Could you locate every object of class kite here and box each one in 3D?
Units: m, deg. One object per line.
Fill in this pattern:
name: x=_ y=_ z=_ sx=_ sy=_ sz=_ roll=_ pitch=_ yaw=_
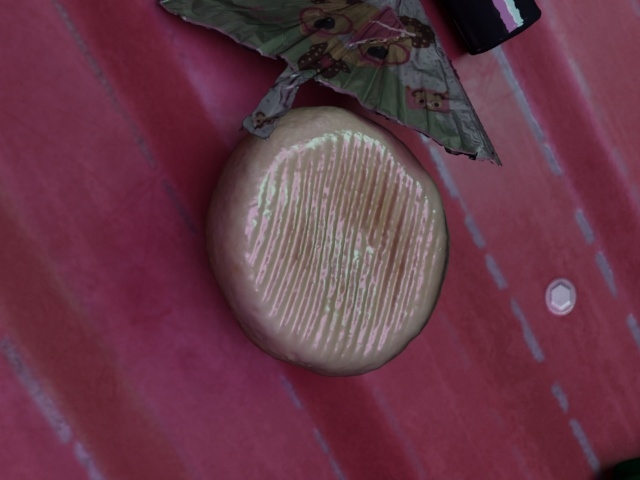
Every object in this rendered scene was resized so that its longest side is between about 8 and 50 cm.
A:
kite: x=0.015 y=-0.153 z=0.715 sx=0.322 sy=0.013 sz=0.268 roll=29 pitch=48 yaw=15

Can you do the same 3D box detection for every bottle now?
bottle: x=0.106 y=-0.284 z=0.774 sx=0.082 sy=0.072 sz=0.244 roll=-27 pitch=103 yaw=28

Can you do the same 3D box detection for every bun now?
bun: x=0.000 y=0.000 z=0.729 sx=0.222 sy=0.127 sz=0.223 roll=-5 pitch=101 yaw=-27

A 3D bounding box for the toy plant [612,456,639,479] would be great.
toy plant: x=0.343 y=0.334 z=0.863 sx=0.232 sy=0.112 sz=0.243 roll=20 pitch=79 yaw=-15
